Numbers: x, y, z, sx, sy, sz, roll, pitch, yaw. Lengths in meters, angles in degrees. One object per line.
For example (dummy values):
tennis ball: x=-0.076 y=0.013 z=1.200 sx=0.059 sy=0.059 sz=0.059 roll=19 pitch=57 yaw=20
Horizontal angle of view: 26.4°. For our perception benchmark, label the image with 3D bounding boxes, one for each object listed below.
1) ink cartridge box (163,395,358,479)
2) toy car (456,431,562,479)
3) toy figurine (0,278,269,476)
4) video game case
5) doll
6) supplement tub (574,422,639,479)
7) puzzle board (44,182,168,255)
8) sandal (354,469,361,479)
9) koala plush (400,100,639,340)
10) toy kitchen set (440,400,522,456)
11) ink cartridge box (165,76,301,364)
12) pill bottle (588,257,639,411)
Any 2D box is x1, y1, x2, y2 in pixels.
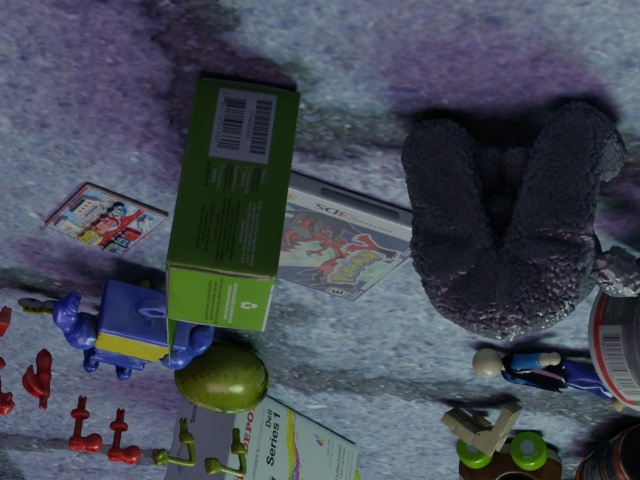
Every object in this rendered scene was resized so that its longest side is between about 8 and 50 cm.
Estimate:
ink cartridge box: x=-0.082 y=0.347 z=1.954 sx=0.117 sy=0.201 sz=0.278 roll=-15 pitch=145 yaw=37
toy car: x=0.264 y=0.384 z=1.937 sx=0.149 sy=0.188 sz=0.155 roll=-1 pitch=152 yaw=19
toy figurine: x=-0.200 y=0.141 z=1.614 sx=0.363 sy=0.191 sz=0.217 roll=17 pitch=147 yaw=-18
video game case: x=0.000 y=0.000 z=1.442 sx=0.183 sy=0.023 sz=0.201 roll=18 pitch=152 yaw=-18
doll: x=0.278 y=0.161 z=1.650 sx=0.189 sy=0.046 sz=0.129 roll=12 pitch=163 yaw=7
supplement tub: x=0.414 y=0.325 z=1.869 sx=0.106 sy=0.106 sz=0.198 roll=13 pitch=153 yaw=-9
puzzle board: x=-0.235 y=-0.019 z=1.487 sx=0.096 sy=0.011 sz=0.128 roll=21 pitch=150 yaw=-24
sandal: x=-0.080 y=0.412 z=2.180 sx=0.317 sy=0.126 sz=0.138 roll=2 pitch=157 yaw=15
koala plush: x=0.191 y=0.009 z=1.245 sx=0.196 sy=0.203 sz=0.221 roll=-3 pitch=163 yaw=24
toy kitchen set: x=0.223 y=0.231 z=1.835 sx=0.083 sy=0.075 sz=0.068 roll=34 pitch=-156 yaw=22
ink cartridge box: x=-0.085 y=-0.005 z=1.276 sx=0.097 sy=0.188 sz=0.255 roll=8 pitch=155 yaw=-2
pill bottle: x=0.396 y=0.085 z=1.267 sx=0.161 sy=0.161 sz=0.283 roll=21 pitch=166 yaw=-24
